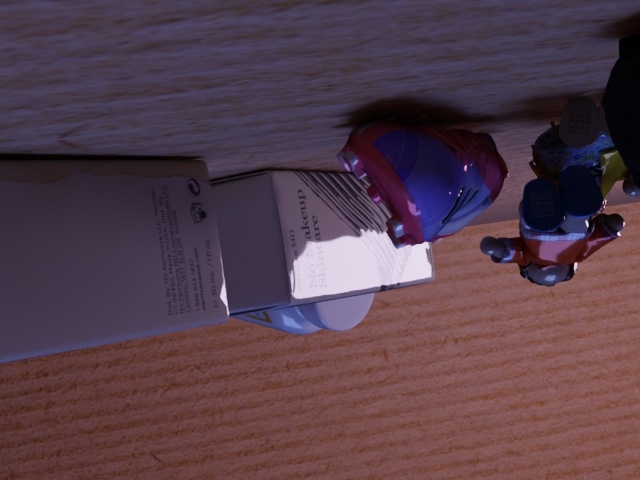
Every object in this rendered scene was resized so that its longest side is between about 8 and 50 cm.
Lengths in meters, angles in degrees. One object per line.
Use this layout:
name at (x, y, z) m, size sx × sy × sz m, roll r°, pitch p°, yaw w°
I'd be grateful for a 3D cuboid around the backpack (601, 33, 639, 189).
backpack at (0.231, -0.041, 0.452) m, size 0.182 × 0.152 × 0.115 m, roll -14°, pitch 176°, yaw -28°

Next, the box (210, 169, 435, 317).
box at (0.000, 0.000, 0.901) m, size 0.094 × 0.113 × 0.275 m, roll -10°, pitch 178°, yaw 30°

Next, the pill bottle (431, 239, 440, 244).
pill bottle at (0.079, -0.023, 1.121) m, size 0.120 × 0.067 × 0.067 m, roll -7°, pitch 177°, yaw -40°

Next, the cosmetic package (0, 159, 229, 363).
cosmetic package at (-0.216, 0.020, 0.582) m, size 0.160 × 0.113 × 0.309 m, roll -10°, pitch 176°, yaw 36°

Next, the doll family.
doll family at (0.234, -0.046, 0.687) m, size 0.263 × 0.118 × 0.163 m, roll -7°, pitch 160°, yaw 7°

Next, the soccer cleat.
soccer cleat at (0.076, -0.045, 0.657) m, size 0.095 × 0.083 × 0.248 m, roll -33°, pitch 171°, yaw 6°

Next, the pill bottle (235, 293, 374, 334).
pill bottle at (-0.043, 0.039, 1.125) m, size 0.117 × 0.117 × 0.208 m, roll -6°, pitch -170°, yaw -41°
